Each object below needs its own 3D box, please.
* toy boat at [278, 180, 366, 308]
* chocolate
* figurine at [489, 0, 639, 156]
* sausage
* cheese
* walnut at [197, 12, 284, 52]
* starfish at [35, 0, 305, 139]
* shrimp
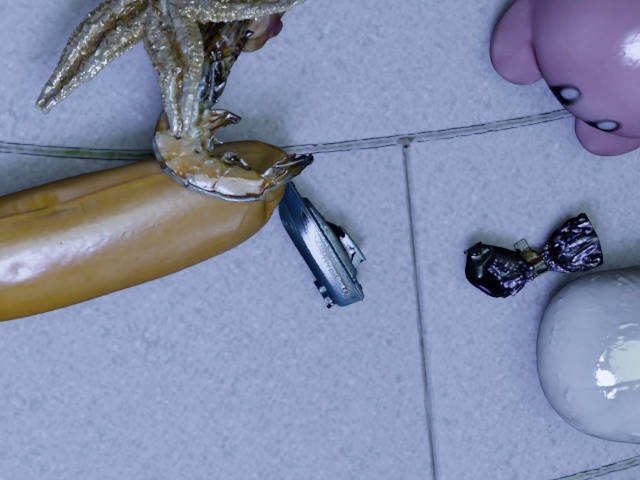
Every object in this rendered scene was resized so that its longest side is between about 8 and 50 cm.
[{"bbox_3d":[0.000,0.000,1.569,0.060,0.055,0.141,-32,103,-2],"label":"toy boat"},{"bbox_3d":[0.222,0.018,1.640,0.147,0.070,0.072,-12,110,-4],"label":"chocolate"},{"bbox_3d":[0.331,-0.227,1.555,0.269,0.211,0.261,40,85,-16],"label":"figurine"},{"bbox_3d":[-0.181,-0.015,1.478,0.354,0.116,0.134,-17,144,-13],"label":"sausage"},{"bbox_3d":[0.320,0.122,1.625,0.189,0.154,0.198,0,97,-10],"label":"cheese"},{"bbox_3d":[-0.076,-0.273,1.510,0.143,0.069,0.170,12,90,-15],"label":"walnut"},{"bbox_3d":[-0.173,-0.208,1.429,0.295,0.048,0.231,20,78,11],"label":"starfish"},{"bbox_3d":[-0.066,-0.124,1.452,0.148,0.035,0.195,23,73,1],"label":"shrimp"}]
